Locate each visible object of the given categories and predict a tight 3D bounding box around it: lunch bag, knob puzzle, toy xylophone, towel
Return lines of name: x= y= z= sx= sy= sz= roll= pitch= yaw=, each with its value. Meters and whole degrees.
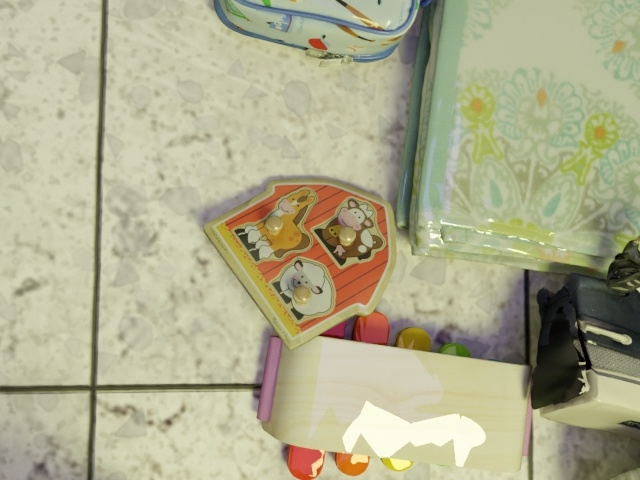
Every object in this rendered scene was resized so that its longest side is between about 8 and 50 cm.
lunch bag: x=0.013 y=-0.350 z=0.787 sx=0.243 sy=0.115 sz=0.303 roll=9 pitch=84 yaw=-9
knob puzzle: x=0.000 y=0.000 z=0.763 sx=0.213 sy=0.030 sz=0.213 roll=3 pitch=60 yaw=-5
toy xylophone: x=0.085 y=0.202 z=0.766 sx=0.323 sy=0.081 sz=0.236 roll=17 pitch=83 yaw=-6
towel: x=0.265 y=-0.146 z=0.819 sx=0.321 sy=0.090 sz=0.374 roll=9 pitch=84 yaw=-10

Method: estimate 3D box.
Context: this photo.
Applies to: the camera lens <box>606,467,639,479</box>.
camera lens: x=0.415 y=0.362 z=0.691 sx=0.220 sy=0.219 sz=0.274 roll=-7 pitch=60 yaw=-8

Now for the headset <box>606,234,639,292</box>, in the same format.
headset: x=0.494 y=-0.031 z=0.769 sx=0.394 sy=0.185 sz=0.243 roll=-23 pitch=94 yaw=-31

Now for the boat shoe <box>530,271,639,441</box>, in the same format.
boat shoe: x=0.389 y=0.145 z=0.797 sx=0.341 sy=0.127 sz=0.158 roll=20 pitch=59 yaw=-22
